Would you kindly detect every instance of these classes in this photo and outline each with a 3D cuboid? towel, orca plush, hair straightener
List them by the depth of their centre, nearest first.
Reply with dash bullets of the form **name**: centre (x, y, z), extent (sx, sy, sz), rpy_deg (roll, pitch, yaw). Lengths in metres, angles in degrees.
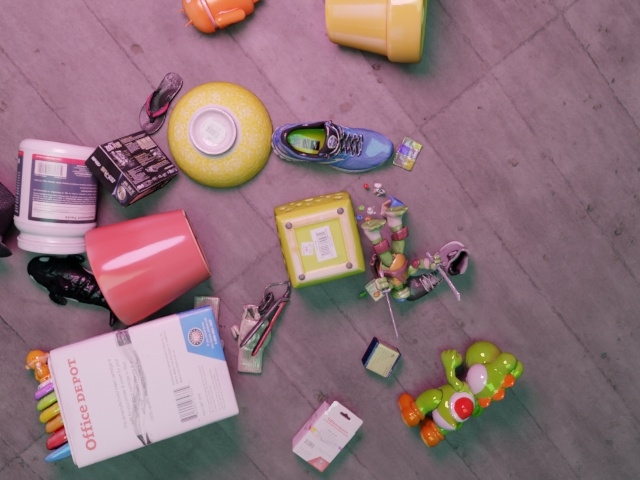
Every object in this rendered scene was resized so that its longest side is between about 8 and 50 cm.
- **orca plush**: centre (-0.679, 0.139, 1.363), extent (0.151, 0.102, 0.287), rpy_deg (-45, 98, 3)
- **hair straightener**: centre (-0.160, 0.204, 1.400), extent (0.089, 0.047, 0.231), rpy_deg (35, 75, -8)
- **towel**: centre (0.246, -0.244, 1.411), extent (0.060, 0.009, 0.083), rpy_deg (26, 96, -5)

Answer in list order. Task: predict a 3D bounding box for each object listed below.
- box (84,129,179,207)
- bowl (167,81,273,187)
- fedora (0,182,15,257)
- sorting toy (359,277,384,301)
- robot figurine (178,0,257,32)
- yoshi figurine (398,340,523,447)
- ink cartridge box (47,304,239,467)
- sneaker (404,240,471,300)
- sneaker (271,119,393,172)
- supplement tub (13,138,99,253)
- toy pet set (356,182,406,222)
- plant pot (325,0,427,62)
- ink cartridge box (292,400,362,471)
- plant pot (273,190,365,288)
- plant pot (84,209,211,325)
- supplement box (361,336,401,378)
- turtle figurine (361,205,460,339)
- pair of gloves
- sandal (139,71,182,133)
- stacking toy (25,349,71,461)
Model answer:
- **box**: centre (-0.480, -0.188, 1.286), extent (0.077, 0.180, 0.147), rpy_deg (-34, 100, 29)
- **bowl**: centre (-0.270, -0.281, 1.305), extent (0.289, 0.156, 0.290), rpy_deg (0, 97, -3)
- **fedora**: centre (-0.899, -0.106, 1.269), extent (0.334, 0.334, 0.153), rpy_deg (34, 64, -7)
- **sorting toy**: centre (0.157, 0.149, 1.456), extent (0.083, 0.012, 0.062), rpy_deg (-38, 98, 2)
- **robot figurine**: centre (-0.257, -0.616, 1.274), extent (0.219, 0.128, 0.158), rpy_deg (-27, 98, 1)
- **yoshi figurine**: centre (0.412, 0.423, 1.454), extent (0.362, 0.203, 0.203), rpy_deg (-39, 57, 16)
- **ink cartridge box**: centre (-0.441, 0.355, 1.284), extent (0.394, 0.166, 0.286), rpy_deg (-14, 88, -15)
- **sneaker**: centre (0.326, 0.091, 1.397), extent (0.228, 0.132, 0.086), rpy_deg (-44, 98, 3)
- **sneaker**: centre (0.038, -0.248, 1.327), extent (0.329, 0.147, 0.130), rpy_deg (2, 98, -10)
- **supplement tub**: centre (-0.675, -0.114, 1.286), extent (0.191, 0.191, 0.273), rpy_deg (8, 97, -4)
- **toy pet set**: centre (0.172, -0.097, 1.375), extent (0.114, 0.065, 0.122), rpy_deg (26, 61, -23)
- **plant pot**: centre (0.144, -0.581, 1.255), extent (0.238, 0.254, 0.254), rpy_deg (5, 97, 12)
- **ink cartridge box**: centre (0.021, 0.564, 1.476), extent (0.115, 0.067, 0.198), rpy_deg (39, 95, -7)
- **plant pot**: centre (0.000, 0.000, 1.331), extent (0.227, 0.207, 0.229), rpy_deg (-13, 97, -1)
- **plant pot**: centre (-0.432, 0.053, 1.297), extent (0.243, 0.275, 0.275), rpy_deg (-23, 98, -11)
- **supplement box**: centre (0.178, 0.342, 1.460), extent (0.083, 0.056, 0.083), rpy_deg (27, 95, -6)
- **turtle figurine**: centre (0.226, 0.059, 1.304), extent (0.197, 0.275, 0.267), rpy_deg (-19, 109, 3)
- **pair of gloves**: centre (-0.264, 0.273, 1.435), extent (0.239, 0.042, 0.204), rpy_deg (13, 96, -6)
- **sandal**: centre (-0.435, -0.372, 1.340), extent (0.067, 0.040, 0.179), rpy_deg (31, 95, -7)
- **stacking toy**: centre (-0.729, 0.438, 1.388), extent (0.175, 0.166, 0.302), rpy_deg (-32, 87, -15)
